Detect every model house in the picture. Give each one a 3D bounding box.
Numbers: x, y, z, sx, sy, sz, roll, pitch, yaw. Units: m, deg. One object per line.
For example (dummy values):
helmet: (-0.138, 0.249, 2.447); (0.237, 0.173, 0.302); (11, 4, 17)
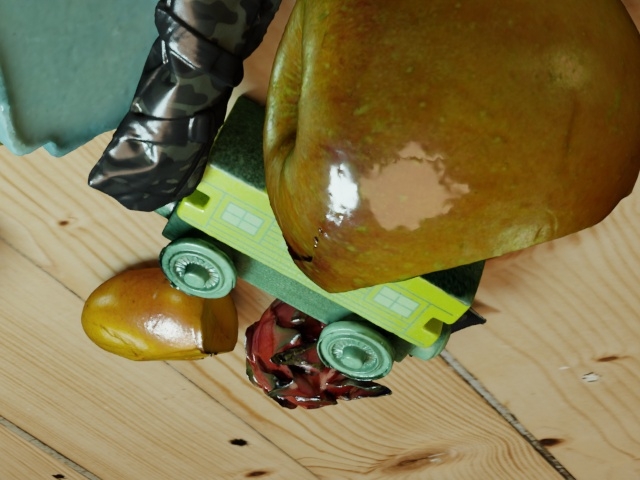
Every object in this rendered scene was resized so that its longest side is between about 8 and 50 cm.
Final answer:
model house: (-0.319, -0.269, 1.140); (0.249, 0.230, 0.280); (41, 151, 28)

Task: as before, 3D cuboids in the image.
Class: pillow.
pillow: (0.161, 0.118, 1.610); (0.090, 0.048, 0.150); (28, 138, -33)

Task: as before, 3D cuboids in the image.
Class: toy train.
toy train: (0.000, 0.000, 1.378); (0.442, 0.179, 0.272); (28, 137, -7)

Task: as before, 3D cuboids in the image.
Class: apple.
apple: (0.125, -0.117, 1.053); (0.374, 0.374, 0.384); (15, 129, -3)

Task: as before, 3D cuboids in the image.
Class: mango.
mango: (-0.263, 0.117, 1.666); (0.257, 0.138, 0.187); (2, 161, 20)

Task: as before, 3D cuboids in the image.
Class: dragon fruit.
dragon fruit: (-0.001, 0.158, 1.589); (0.192, 0.193, 0.274); (38, 144, -27)

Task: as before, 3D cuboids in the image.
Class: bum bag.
bum bag: (-0.140, -0.171, 1.155); (0.144, 0.095, 0.340); (-4, 130, -50)

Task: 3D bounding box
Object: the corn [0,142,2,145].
corn: (-0.465, -0.154, 1.399); (0.260, 0.091, 0.091); (-8, 148, 24)
